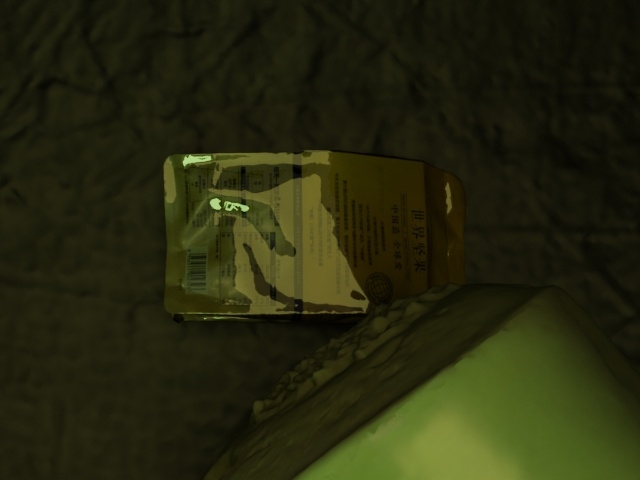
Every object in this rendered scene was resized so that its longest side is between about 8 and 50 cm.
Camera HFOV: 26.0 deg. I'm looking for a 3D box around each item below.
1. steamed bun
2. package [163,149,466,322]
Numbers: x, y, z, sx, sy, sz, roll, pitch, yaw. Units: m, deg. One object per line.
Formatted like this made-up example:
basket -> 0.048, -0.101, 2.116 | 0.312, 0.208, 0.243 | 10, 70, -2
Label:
steamed bun -> 0.046, 0.125, 0.462 | 0.155, 0.250, 0.200 | -36, 88, -11
package -> 0.000, 0.000, 0.578 | 0.131, 0.047, 0.071 | 2, 79, -3
